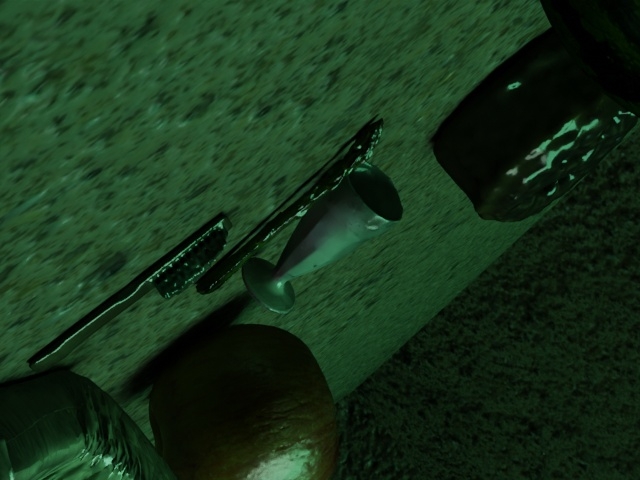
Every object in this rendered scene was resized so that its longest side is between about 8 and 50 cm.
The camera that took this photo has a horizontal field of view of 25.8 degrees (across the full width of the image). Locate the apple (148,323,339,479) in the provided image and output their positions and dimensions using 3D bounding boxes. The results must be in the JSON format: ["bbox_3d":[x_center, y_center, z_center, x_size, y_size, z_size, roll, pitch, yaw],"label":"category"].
[{"bbox_3d":[-0.083,0.194,1.468,0.188,0.211,0.211,-13,163,-15],"label":"apple"}]

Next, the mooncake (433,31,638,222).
[{"bbox_3d":[0.231,-0.117,1.446,0.228,0.124,0.228,-36,170,-8],"label":"mooncake"}]

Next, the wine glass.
[{"bbox_3d":[0.000,0.000,1.267,0.155,0.073,0.073,-44,170,27],"label":"wine glass"}]

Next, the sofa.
[{"bbox_3d":[-0.244,0.232,1.110,0.210,0.176,0.225,-41,171,13],"label":"sofa"}]

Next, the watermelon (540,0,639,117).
[{"bbox_3d":[0.242,-0.183,0.774,0.269,0.269,0.269,-38,171,-7],"label":"watermelon"}]

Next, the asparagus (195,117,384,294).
[{"bbox_3d":[-0.025,-0.025,1.211,0.233,0.023,0.022,-42,-145,20],"label":"asparagus"}]

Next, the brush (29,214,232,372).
[{"bbox_3d":[-0.141,0.048,1.087,0.190,0.027,0.034,-37,169,-7],"label":"brush"}]
